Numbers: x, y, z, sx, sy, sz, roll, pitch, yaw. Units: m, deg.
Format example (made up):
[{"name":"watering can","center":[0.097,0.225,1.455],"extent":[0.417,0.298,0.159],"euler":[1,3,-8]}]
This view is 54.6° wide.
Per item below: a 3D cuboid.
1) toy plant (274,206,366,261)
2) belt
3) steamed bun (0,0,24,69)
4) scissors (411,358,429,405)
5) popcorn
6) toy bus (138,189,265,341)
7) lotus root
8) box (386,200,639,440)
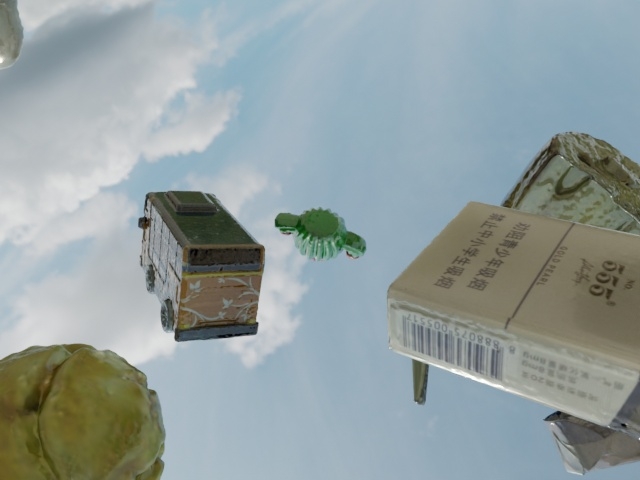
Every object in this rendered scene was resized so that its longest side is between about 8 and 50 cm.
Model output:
[{"name":"toy plant","center":[0.010,0.000,1.159],"extent":[0.155,0.240,0.088],"euler":[6,-106,25]},{"name":"belt","center":[0.634,0.355,1.234],"extent":[0.347,0.212,0.117],"euler":[-23,-102,13]},{"name":"steamed bun","center":[-0.427,-0.305,0.676],"extent":[0.144,0.217,0.211],"euler":[-17,-133,-41]},{"name":"scissors","center":[0.203,0.196,1.258],"extent":[0.138,0.041,0.289],"euler":[-21,-137,33]},{"name":"popcorn","center":[-0.265,0.202,0.606],"extent":[0.221,0.183,0.204],"euler":[-16,-120,-10]},{"name":"toy bus","center":[-0.230,0.035,1.152],"extent":[0.162,0.194,0.323],"euler":[-1,-157,-27]},{"name":"lotus root","center":[0.324,-0.018,0.706],"extent":[0.138,0.235,0.119],"euler":[-43,176,-45]},{"name":"box","center":[0.200,0.054,0.462],"extent":[0.259,0.071,0.168],"euler":[17,-142,32]}]
